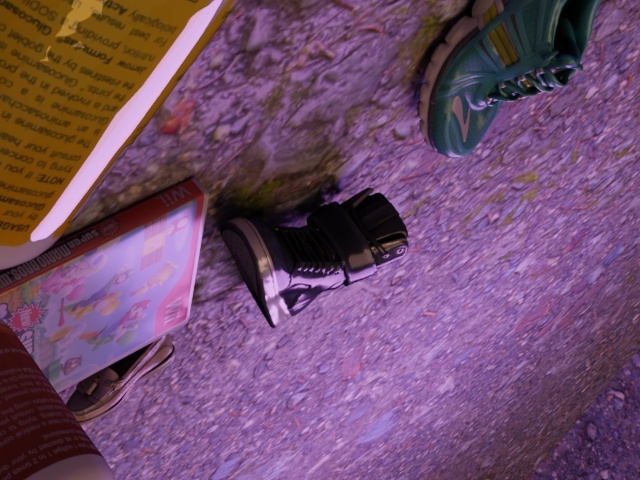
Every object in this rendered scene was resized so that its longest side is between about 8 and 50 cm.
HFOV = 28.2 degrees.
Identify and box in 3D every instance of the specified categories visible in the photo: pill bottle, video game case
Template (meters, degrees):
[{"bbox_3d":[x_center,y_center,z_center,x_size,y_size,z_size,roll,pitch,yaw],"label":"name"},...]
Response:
[{"bbox_3d":[-0.226,0.167,0.926,0.121,0.216,0.121,-34,156,-18],"label":"pill bottle"},{"bbox_3d":[-0.166,-0.108,0.628,0.334,0.188,0.188,-50,156,19],"label":"pill bottle"},{"bbox_3d":[-0.225,0.071,1.070,0.285,0.025,0.204,-29,154,-29],"label":"video game case"}]

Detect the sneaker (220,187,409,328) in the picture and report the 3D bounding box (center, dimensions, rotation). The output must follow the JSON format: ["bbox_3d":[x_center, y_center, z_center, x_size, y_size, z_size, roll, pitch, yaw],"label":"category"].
[{"bbox_3d":[-0.001,-0.001,1.194,0.163,0.086,0.226,-28,166,-3],"label":"sneaker"}]

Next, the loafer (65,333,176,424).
[{"bbox_3d":[-0.192,0.122,1.203,0.125,0.045,0.039,-36,141,-29],"label":"loafer"}]

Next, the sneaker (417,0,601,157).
[{"bbox_3d":[0.181,-0.173,1.162,0.107,0.110,0.275,-17,148,-45],"label":"sneaker"}]
